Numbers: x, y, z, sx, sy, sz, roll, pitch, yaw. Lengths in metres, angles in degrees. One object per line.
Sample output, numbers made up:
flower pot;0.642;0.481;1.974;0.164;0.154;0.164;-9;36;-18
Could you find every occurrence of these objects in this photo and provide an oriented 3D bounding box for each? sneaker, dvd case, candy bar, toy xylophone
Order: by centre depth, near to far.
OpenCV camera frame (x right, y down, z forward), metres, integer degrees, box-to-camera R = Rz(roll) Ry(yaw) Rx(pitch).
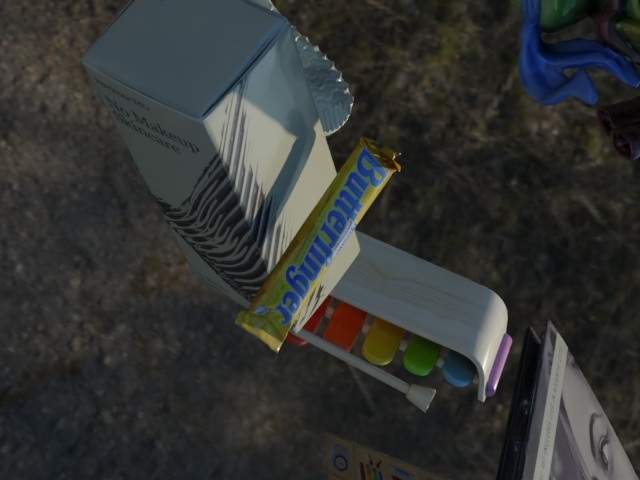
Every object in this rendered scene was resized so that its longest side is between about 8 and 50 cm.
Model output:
dvd case;0.151;0.172;0.665;0.221;0.018;0.164;57;29;-21
candy bar;0.000;0.000;0.891;0.040;0.018;0.161;35;89;-25
sneaker;-0.095;-0.194;1.280;0.102;0.146;0.293;-27;79;-29
toy xylophone;0.079;0.099;1.618;0.236;0.322;0.081;-50;165;-42

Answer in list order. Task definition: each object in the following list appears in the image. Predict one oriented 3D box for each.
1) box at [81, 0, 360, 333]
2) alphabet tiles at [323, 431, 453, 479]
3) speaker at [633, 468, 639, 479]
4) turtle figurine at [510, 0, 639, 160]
box;-0.059;-0.053;0.913;0.094;0.113;0.275;-52;150;-19
alphabet tiles;0.092;0.285;1.121;0.009;0.237;0.198;-19;112;-39
speaker;0.188;0.223;0.933;0.136;0.055;0.055;-43;142;23
turtle figurine;0.225;-0.167;0.560;0.198;0.266;0.275;75;29;-74
